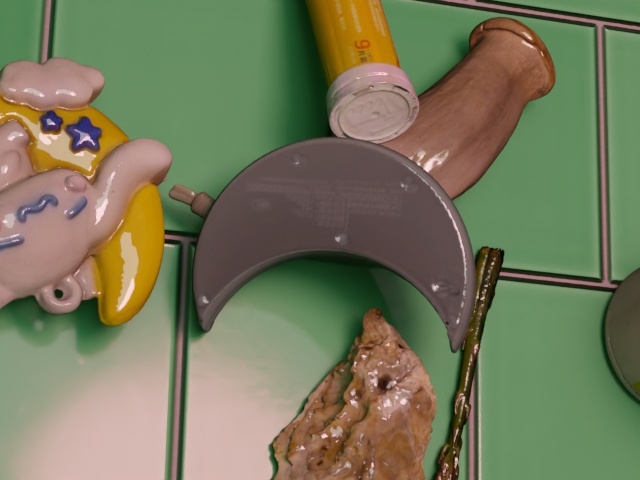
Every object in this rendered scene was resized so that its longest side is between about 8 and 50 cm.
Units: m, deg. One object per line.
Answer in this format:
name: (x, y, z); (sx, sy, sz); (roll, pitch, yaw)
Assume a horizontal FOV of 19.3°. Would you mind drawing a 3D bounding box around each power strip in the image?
power strip: (0.000, 0.000, 1.499); (0.253, 0.054, 0.167); (6, 87, 9)

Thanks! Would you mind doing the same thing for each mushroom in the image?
mushroom: (0.101, -0.087, 1.588); (0.247, 0.108, 0.096); (-41, 122, -21)

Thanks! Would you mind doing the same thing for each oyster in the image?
oyster: (0.037, 0.172, 1.501); (0.133, 0.072, 0.209); (36, 68, -1)

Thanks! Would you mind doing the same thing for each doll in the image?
doll: (-0.227, -0.024, 1.456); (0.252, 0.111, 0.237); (-26, 84, -32)

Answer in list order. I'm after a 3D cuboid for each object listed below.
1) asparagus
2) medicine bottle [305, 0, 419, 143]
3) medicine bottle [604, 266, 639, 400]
asparagus: (0.122, 0.111, 1.572); (0.023, 0.022, 0.232); (44, 53, -50)
medicine bottle: (0.023, -0.182, 1.564); (0.074, 0.074, 0.218); (1, 50, -17)
medicine bottle: (0.344, 0.054, 1.530); (0.143, 0.258, 0.143); (5, 73, -16)
